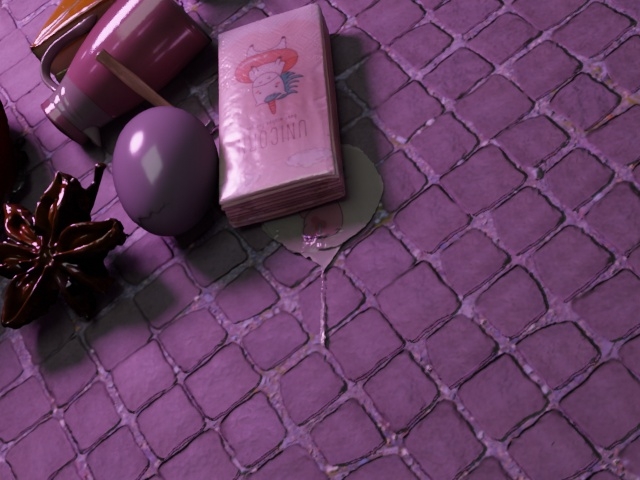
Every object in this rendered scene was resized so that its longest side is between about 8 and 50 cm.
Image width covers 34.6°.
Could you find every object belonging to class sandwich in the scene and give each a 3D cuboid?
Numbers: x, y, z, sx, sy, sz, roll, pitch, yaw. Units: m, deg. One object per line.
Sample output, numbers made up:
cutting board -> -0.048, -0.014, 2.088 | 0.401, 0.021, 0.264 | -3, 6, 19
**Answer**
sandwich -> -0.339, -0.333, 1.635 | 0.144, 0.117, 0.187 | 14, 65, 33

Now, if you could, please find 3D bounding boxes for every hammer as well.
hammer -> -0.249, -0.207, 1.502 | 0.199, 0.013, 0.062 | 39, 85, -6

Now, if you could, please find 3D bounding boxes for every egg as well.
egg -> -0.212, -0.096, 1.408 | 0.146, 0.146, 0.198 | -15, 50, 14

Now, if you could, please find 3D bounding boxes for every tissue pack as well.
tissue pack -> -0.061, -0.182, 1.443 | 0.170, 0.071, 0.325 | -13, 53, 13

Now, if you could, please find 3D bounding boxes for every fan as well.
fan -> 0.000, -0.001, 1.342 | 0.182, 0.010, 0.310 | -13, 54, 15

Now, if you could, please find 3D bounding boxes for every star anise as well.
star anise -> -0.358, 0.023, 1.413 | 0.220, 0.126, 0.190 | -23, 64, 11

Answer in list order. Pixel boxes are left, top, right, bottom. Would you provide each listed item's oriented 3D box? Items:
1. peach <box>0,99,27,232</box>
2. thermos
peach -> -0.649, -0.120, 1.551 | 0.339, 0.353, 0.416 | -17, 95, 21
thermos -> -0.317, -0.274, 1.573 | 0.265, 0.146, 0.176 | -44, 75, 3
